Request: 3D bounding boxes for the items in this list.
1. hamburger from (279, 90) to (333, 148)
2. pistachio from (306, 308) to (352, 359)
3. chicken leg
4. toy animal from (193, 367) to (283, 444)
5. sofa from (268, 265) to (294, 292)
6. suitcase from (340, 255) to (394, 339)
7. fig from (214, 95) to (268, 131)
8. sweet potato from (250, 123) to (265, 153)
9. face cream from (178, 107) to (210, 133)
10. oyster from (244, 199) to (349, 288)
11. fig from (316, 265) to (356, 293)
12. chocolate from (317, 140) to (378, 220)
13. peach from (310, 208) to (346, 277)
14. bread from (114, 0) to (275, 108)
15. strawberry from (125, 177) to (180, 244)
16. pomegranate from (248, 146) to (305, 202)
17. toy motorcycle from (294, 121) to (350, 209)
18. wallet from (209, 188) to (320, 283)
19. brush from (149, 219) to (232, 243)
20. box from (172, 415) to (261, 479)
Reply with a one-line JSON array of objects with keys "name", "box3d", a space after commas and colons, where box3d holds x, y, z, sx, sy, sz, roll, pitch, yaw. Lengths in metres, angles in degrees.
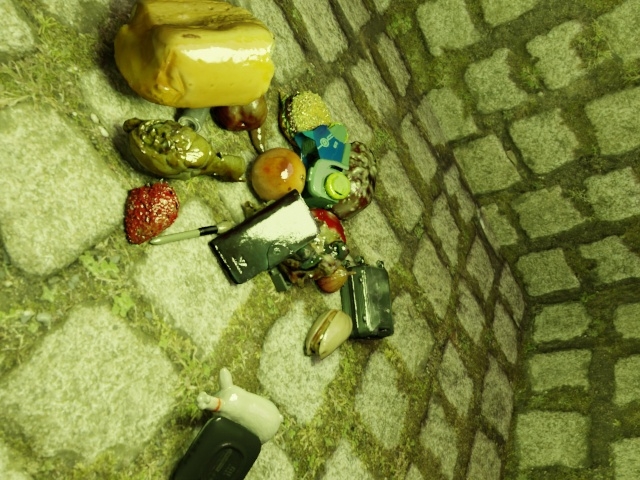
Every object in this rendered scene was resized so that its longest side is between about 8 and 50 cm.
[{"name": "hamburger", "box3d": [-0.050, -0.448, 2.071, 0.243, 0.138, 0.262, 24, 57, -47]}, {"name": "pistachio", "box3d": [0.031, 0.315, 1.881, 0.223, 0.126, 0.152, -41, 145, -52]}, {"name": "chicken leg", "box3d": [-0.354, -0.236, 1.572, 0.429, 0.201, 0.153, 9, 85, -60]}, {"name": "toy animal", "box3d": [-0.235, 0.447, 1.468, 0.282, 0.138, 0.141, 37, 41, -30]}, {"name": "sofa", "box3d": [-0.101, 0.103, 1.842, 0.147, 0.060, 0.085, -37, 105, -53]}, {"name": "suitcase", "box3d": [0.177, 0.225, 2.107, 0.202, 0.128, 0.313, 13, 65, -50]}, {"name": "fig", "box3d": [-0.253, -0.490, 1.766, 0.145, 0.169, 0.275, 167, -77, -82]}, {"name": "sweet potato", "box3d": [-0.229, -0.417, 1.882, 0.077, 0.077, 0.244, -39, 115, -52]}, {"name": "face cream", "box3d": [-0.364, -0.453, 1.707, 0.073, 0.073, 0.284, 42, 46, -36]}, {"name": "oyster", "box3d": [-0.080, -0.024, 1.764, 0.221, 0.096, 0.361, -42, 94, -13]}, {"name": "fig", "box3d": [0.046, 0.137, 1.969, 0.119, 0.153, 0.119, -9, 105, -34]}, {"name": "chocolate", "box3d": [0.114, -0.244, 2.148, 0.225, 0.210, 0.340, 40, 47, -40]}, {"name": "peach", "box3d": [-0.005, -0.005, 1.895, 0.153, 0.158, 0.268, 34, 35, -30]}, {"name": "bread", "box3d": [-0.364, -0.509, 1.536, 0.394, 0.250, 0.361, -16, 46, -32]}, {"name": "strawberry", "box3d": [-0.436, -0.084, 1.451, 0.192, 0.085, 0.141, -37, 108, -51]}, {"name": "pomegranate", "box3d": [-0.140, -0.212, 1.820, 0.191, 0.191, 0.191, 25, 57, -46]}, {"name": "toy motorcycle", "box3d": [-0.006, -0.284, 1.952, 0.199, 0.191, 0.327, 16, 74, -28]}, {"name": "wallet", "box3d": [-0.160, -0.009, 1.669, 0.317, 0.045, 0.173, -33, 95, -18]}, {"name": "brush", "box3d": [-0.360, -0.023, 1.567, 0.299, 0.042, 0.039, -13, 69, -53]}, {"name": "box", "box3d": [-0.257, 0.559, 1.385, 0.201, 0.042, 0.213, 41, 80, -37]}]
